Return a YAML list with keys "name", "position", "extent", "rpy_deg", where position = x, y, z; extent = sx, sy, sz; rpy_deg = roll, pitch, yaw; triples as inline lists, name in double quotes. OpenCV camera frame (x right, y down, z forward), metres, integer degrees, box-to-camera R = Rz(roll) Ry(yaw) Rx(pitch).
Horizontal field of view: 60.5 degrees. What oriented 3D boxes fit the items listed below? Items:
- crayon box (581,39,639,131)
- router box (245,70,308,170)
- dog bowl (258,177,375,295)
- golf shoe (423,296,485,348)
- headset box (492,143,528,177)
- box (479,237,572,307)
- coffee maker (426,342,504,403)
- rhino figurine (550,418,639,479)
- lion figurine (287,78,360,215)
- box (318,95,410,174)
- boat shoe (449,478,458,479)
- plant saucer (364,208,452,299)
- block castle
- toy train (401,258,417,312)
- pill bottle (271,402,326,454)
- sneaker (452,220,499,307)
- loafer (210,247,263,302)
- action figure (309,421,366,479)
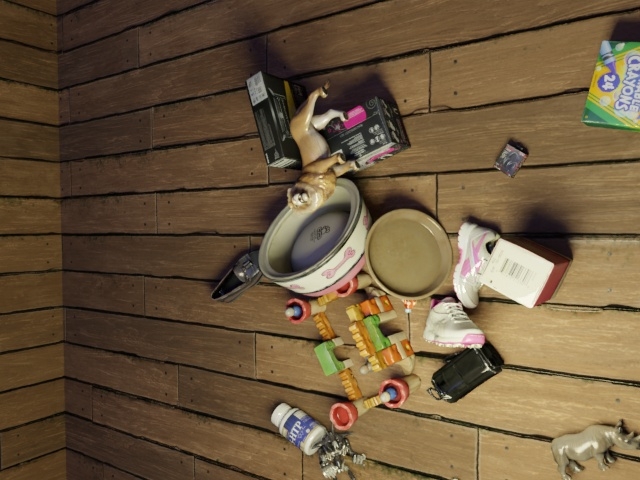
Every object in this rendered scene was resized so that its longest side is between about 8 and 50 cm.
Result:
- name: "crayon box"
  position: [0.825, -0.360, 1.313]
  extent: [0.323, 0.083, 0.203]
  rpy_deg: [17, 101, 33]
- name: "router box"
  position: [-0.115, -0.398, 1.872]
  extent: [0.081, 0.243, 0.308]
  rpy_deg: [-21, 79, 34]
- name: "dog bowl"
  position: [0.000, 0.000, 1.757]
  extent: [0.408, 0.150, 0.407]
  rpy_deg: [-29, 36, 24]
- name: "golf shoe"
  position: [0.369, 0.230, 1.551]
  extent: [0.306, 0.115, 0.140]
  rpy_deg: [161, 113, -78]
- name: "headset box"
  position: [0.538, -0.228, 1.548]
  extent: [0.062, 0.032, 0.083]
  rpy_deg: [41, 115, 27]
- name: "box"
  position: [0.541, 0.077, 1.433]
  extent: [0.149, 0.232, 0.126]
  rpy_deg: [30, 108, 30]
- name: "coffee maker"
  position: [0.417, 0.381, 1.567]
  extent: [0.120, 0.171, 0.178]
  rpy_deg: [46, 119, 8]
- name: "rhino figurine"
  position: [0.716, 0.535, 1.424]
  extent: [0.243, 0.073, 0.106]
  rpy_deg: [-34, 75, 29]
- name: "lion figurine"
  position: [-0.022, -0.286, 1.718]
  extent: [0.240, 0.142, 0.391]
  rpy_deg: [-20, 71, 37]
- name: "box"
  position: [0.136, -0.325, 1.760]
  extent: [0.247, 0.142, 0.163]
  rpy_deg: [-23, 80, 35]
- name: "boat shoe"
  position: [0.426, 0.780, 1.655]
  extent: [0.046, 0.038, 0.125]
  rpy_deg: [-29, 77, -11]
- name: "plant saucer"
  position: [0.261, 0.042, 1.647]
  extent: [0.041, 0.278, 0.277]
  rpy_deg: [139, 118, -73]
- name: "block castle"
  position: [0.094, 0.344, 1.768]
  extent: [0.303, 0.213, 0.453]
  rpy_deg: [-34, 72, 31]
- name: "toy train"
  position: [0.276, 0.137, 1.706]
  extent: [0.046, 0.125, 0.166]
  rpy_deg: [-2, 86, -3]
- name: "pill bottle"
  position: [-0.081, 0.667, 1.962]
  extent: [0.187, 0.112, 0.111]
  rpy_deg: [26, 106, 32]
- name: "sneaker"
  position: [0.453, 0.073, 1.575]
  extent: [0.111, 0.103, 0.252]
  rpy_deg: [6, 96, 36]
- name: "loafer"
  position: [-0.312, 0.144, 2.115]
  extent: [0.302, 0.095, 0.109]
  rpy_deg: [-46, 67, 27]
- name: "action figure"
  position: [0.071, 0.747, 1.833]
  extent: [0.141, 0.164, 0.275]
  rpy_deg: [150, 103, -71]
